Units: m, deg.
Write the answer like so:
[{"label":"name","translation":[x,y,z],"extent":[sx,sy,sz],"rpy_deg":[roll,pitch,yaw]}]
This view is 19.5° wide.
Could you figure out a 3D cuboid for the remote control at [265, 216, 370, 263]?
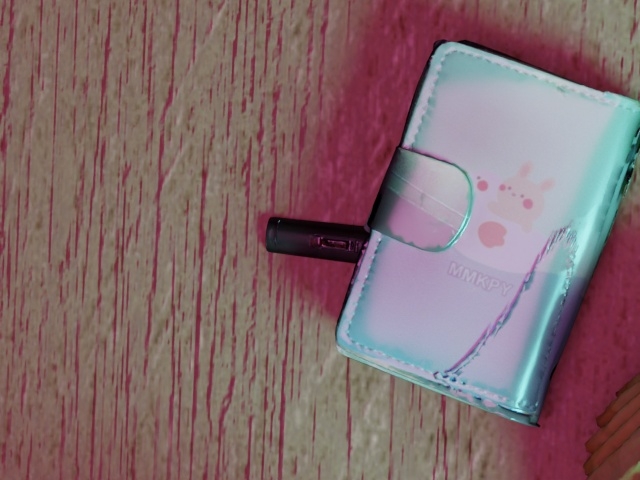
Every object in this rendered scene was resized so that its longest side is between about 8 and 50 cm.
[{"label":"remote control","translation":[0.000,0.000,1.447],"extent":[0.091,0.016,0.034],"rpy_deg":[6,97,18]}]

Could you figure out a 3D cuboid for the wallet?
[{"label":"wallet","translation":[0.123,-0.009,1.379],"extent":[0.176,0.075,0.250],"rpy_deg":[21,96,12]}]

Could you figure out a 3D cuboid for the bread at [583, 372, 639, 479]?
[{"label":"bread","translation":[0.309,0.244,1.266],"extent":[0.236,0.183,0.389],"rpy_deg":[-7,74,-5]}]
